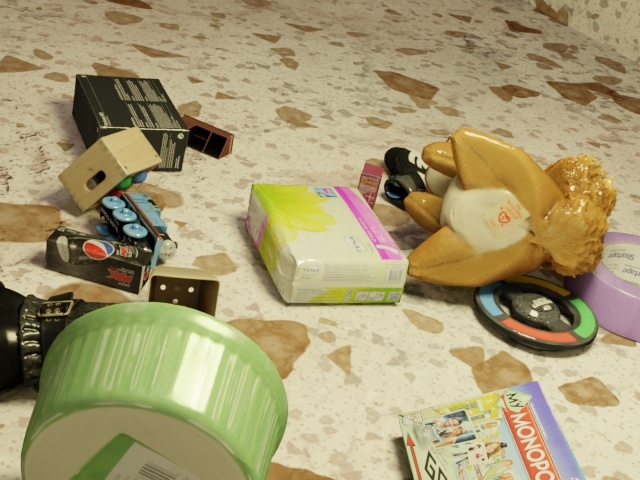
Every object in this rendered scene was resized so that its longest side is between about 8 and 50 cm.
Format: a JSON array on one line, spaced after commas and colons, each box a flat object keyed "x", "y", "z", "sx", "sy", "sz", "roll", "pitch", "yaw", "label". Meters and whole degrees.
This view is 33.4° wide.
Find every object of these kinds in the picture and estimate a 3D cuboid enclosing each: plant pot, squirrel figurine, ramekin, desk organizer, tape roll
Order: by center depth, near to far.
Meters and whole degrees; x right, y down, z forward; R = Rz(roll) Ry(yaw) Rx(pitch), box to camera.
[{"x": -0.195, "y": 0.234, "z": 1.235, "sx": 0.303, "sy": 0.303, "sz": 0.148, "roll": 12, "pitch": 36, "yaw": -2, "label": "ramekin"}, {"x": -0.223, "y": 0.092, "z": 1.681, "sx": 0.109, "sy": 0.109, "sz": 0.096, "roll": 5, "pitch": 17, "yaw": -14, "label": "plant pot"}, {"x": 0.359, "y": -0.064, "z": 2.042, "sx": 0.397, "sy": 0.281, "sz": 0.370, "roll": 12, "pitch": 10, "yaw": 0, "label": "squirrel figurine"}, {"x": 0.612, "y": 0.088, "z": 2.044, "sx": 0.274, "sy": 0.090, "sz": 0.275, "roll": 10, "pitch": 28, "yaw": -5, "label": "tape roll"}, {"x": -0.255, "y": -0.222, "z": 2.287, "sx": 0.130, "sy": 0.047, "sz": 0.050, "roll": 23, "pitch": 32, "yaw": 19, "label": "desk organizer"}]

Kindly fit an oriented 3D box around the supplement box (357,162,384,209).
[{"x": 0.099, "y": -0.108, "z": 2.189, "sx": 0.043, "sy": 0.083, "sz": 0.055, "roll": 15, "pitch": 29, "yaw": 5, "label": "supplement box"}]

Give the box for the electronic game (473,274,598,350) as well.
[{"x": 0.388, "y": 0.126, "z": 1.924, "sx": 0.229, "sy": 0.048, "sz": 0.229, "roll": 10, "pitch": 28, "yaw": -6, "label": "electronic game"}]

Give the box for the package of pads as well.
[{"x": 0.000, "y": 0.000, "z": 1.934, "sx": 0.229, "sy": 0.101, "sz": 0.296, "roll": 1, "pitch": 30, "yaw": -22, "label": "package of pads"}]

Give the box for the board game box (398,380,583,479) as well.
[{"x": 0.234, "y": 0.324, "z": 1.421, "sx": 0.213, "sy": 0.046, "sz": 0.317, "roll": -15, "pitch": 31, "yaw": 1, "label": "board game box"}]

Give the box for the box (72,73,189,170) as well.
[{"x": -0.400, "y": -0.247, "z": 2.213, "sx": 0.184, "sy": 0.103, "sz": 0.261, "roll": 2, "pitch": 30, "yaw": -25, "label": "box"}]

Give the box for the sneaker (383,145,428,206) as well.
[{"x": 0.171, "y": -0.139, "z": 2.280, "sx": 0.121, "sy": 0.079, "sz": 0.217, "roll": -5, "pitch": 35, "yaw": -33, "label": "sneaker"}]

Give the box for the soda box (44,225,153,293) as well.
[{"x": -0.367, "y": 0.031, "z": 1.766, "sx": 0.169, "sy": 0.060, "sz": 0.053, "roll": 15, "pitch": 29, "yaw": 3, "label": "soda box"}]

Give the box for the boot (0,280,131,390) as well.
[{"x": -0.392, "y": 0.164, "z": 1.441, "sx": 0.260, "sy": 0.131, "sz": 0.348, "roll": 13, "pitch": 28, "yaw": 1, "label": "boot"}]

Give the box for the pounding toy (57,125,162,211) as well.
[{"x": -0.385, "y": -0.123, "z": 1.993, "sx": 0.094, "sy": 0.181, "sz": 0.206, "roll": 54, "pitch": 26, "yaw": 0, "label": "pounding toy"}]

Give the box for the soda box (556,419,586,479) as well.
[{"x": 0.322, "y": 0.339, "z": 1.489, "sx": 0.071, "sy": 0.067, "sz": 0.210, "roll": 6, "pitch": 29, "yaw": -12, "label": "soda box"}]

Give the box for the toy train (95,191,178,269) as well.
[{"x": -0.320, "y": -0.020, "z": 1.864, "sx": 0.105, "sy": 0.080, "sz": 0.184, "roll": -1, "pitch": 31, "yaw": -36, "label": "toy train"}]
